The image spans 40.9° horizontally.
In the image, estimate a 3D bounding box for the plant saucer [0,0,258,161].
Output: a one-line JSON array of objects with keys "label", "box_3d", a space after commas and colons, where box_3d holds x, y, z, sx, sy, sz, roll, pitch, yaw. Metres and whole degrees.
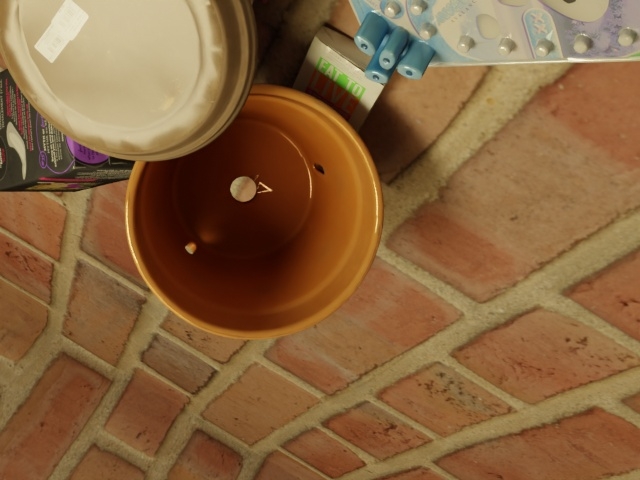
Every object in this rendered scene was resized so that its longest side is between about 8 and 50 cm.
[{"label": "plant saucer", "box_3d": [-0.198, -0.197, 0.831, 0.277, 0.041, 0.278, 7, 122, 11]}]

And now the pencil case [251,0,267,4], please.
[{"label": "pencil case", "box_3d": [-0.245, -0.308, 0.894, 0.386, 0.160, 0.167, 32, 127, -5]}]

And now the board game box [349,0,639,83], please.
[{"label": "board game box", "box_3d": [0.139, -0.286, 0.698, 0.390, 0.050, 0.390, 7, 143, 36]}]

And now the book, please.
[{"label": "book", "box_3d": [0.020, -0.179, 1.000, 0.096, 0.035, 0.144, 32, 154, -1]}]

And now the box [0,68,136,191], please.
[{"label": "box", "box_3d": [-0.342, -0.158, 1.173, 0.143, 0.165, 0.270, -4, 180, -44]}]

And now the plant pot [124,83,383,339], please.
[{"label": "plant pot", "box_3d": [-0.086, -0.047, 1.048, 0.291, 0.291, 0.203, 38, -177, -15]}]
